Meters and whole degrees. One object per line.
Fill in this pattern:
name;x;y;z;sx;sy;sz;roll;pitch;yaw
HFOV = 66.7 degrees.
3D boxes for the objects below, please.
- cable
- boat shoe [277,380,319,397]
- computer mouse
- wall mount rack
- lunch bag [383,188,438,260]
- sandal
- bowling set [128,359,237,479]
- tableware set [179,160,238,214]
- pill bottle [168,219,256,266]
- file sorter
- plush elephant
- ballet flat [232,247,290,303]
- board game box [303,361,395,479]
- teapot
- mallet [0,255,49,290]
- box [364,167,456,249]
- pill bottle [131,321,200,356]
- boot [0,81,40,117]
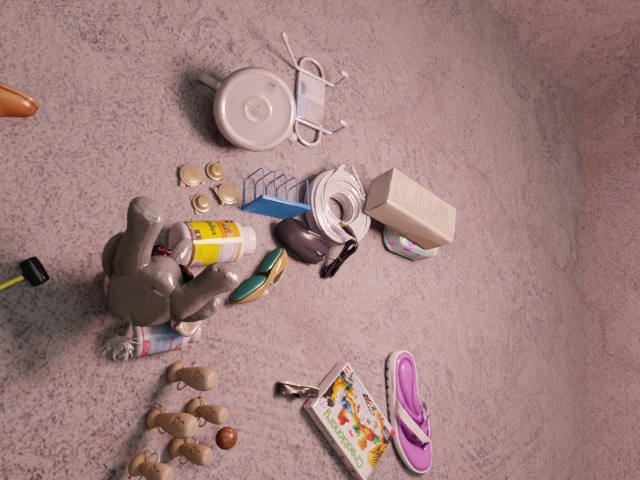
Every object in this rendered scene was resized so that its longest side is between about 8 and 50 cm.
cable;0.056;-0.108;1.623;0.257;0.089;0.257;-32;100;-39
boat shoe;-0.063;0.435;1.407;0.133;0.049;0.042;17;66;-29
computer mouse;0.000;0.000;1.499;0.262;0.060;0.184;40;100;-24
wall mount rack;-0.043;-0.507;1.620;0.304;0.130;0.350;15;68;-36
lunch bag;0.341;-0.078;1.834;0.224;0.108;0.279;17;66;-30
sandal;0.313;0.581;1.640;0.169;0.102;0.416;-10;85;-40
bowling set;-0.313;0.457;1.160;0.200;0.154;0.287;54;48;-38
tableware set;-0.316;-0.155;1.377;0.168;0.020;0.141;-20;90;-39
pill bottle;-0.284;0.005;1.295;0.215;0.117;0.117;-4;81;-40
file sorter;-0.133;-0.139;1.459;0.170;0.118;0.104;10;68;-37
plush elephant;-0.357;0.091;1.094;0.272;0.255;0.330;34;95;-13
ballet flat;-0.159;0.116;1.398;0.232;0.080;0.073;-50;125;-35
board game box;0.095;0.555;1.501;0.193;0.053;0.305;-43;106;-38
teapot;-0.202;-0.386;1.431;0.252;0.187;0.256;-16;109;-10
mallet;-0.674;0.091;1.010;0.189;0.039;0.062;-24;95;-37
box;0.314;-0.103;1.677;0.311;0.121;0.148;29;60;-25
pill bottle;-0.378;0.227;1.179;0.160;0.087;0.087;-2;80;-39
boot;-0.738;-0.224;0.987;0.283;0.109;0.220;5;74;-36
